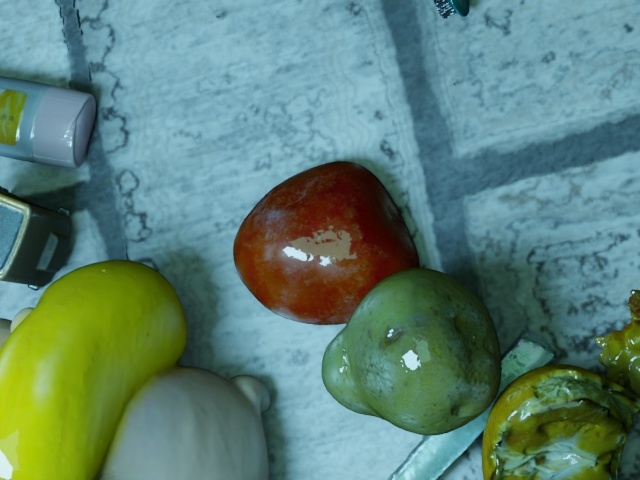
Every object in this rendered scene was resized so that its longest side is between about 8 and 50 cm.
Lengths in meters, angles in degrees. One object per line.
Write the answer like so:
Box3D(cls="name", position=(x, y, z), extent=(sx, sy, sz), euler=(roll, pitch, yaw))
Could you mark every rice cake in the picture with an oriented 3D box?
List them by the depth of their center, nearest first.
Box3D(cls="rice cake", position=(0.144, 0.172, 1.661), extent=(0.043, 0.034, 0.211), euler=(43, 94, 6))

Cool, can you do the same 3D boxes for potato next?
Box3D(cls="potato", position=(0.081, 0.112, 1.617), extent=(0.194, 0.157, 0.157), euler=(-22, 76, 45))

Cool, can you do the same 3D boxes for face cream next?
Box3D(cls="face cream", position=(-0.337, -0.131, 1.800), extent=(0.198, 0.057, 0.084), euler=(10, 87, 15))

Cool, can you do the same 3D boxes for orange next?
Box3D(cls="orange", position=(0.216, 0.181, 1.597), extent=(0.170, 0.160, 0.112), euler=(-36, 33, 3))

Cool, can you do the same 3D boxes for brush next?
Box3D(cls="brush", position=(0.110, -0.311, 1.725), extent=(0.032, 0.043, 0.193), euler=(-21, 77, 27))

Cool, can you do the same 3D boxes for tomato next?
Box3D(cls="tomato", position=(-0.003, 0.008, 1.691), extent=(0.174, 0.082, 0.166), euler=(-26, 79, 7))

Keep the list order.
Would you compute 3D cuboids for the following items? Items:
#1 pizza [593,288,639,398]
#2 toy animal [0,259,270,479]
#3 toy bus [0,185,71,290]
Box3D(cls="pizza", position=(0.363, 0.123, 1.590), extent=(0.229, 0.081, 0.289), euler=(15, 89, 15))
Box3D(cls="toy animal", position=(-0.227, 0.174, 1.673), extent=(0.247, 0.345, 0.277), euler=(-25, 53, 43))
Box3D(cls="toy bus", position=(-0.316, -0.006, 1.722), extent=(0.103, 0.182, 0.091), euler=(21, 88, 7))
